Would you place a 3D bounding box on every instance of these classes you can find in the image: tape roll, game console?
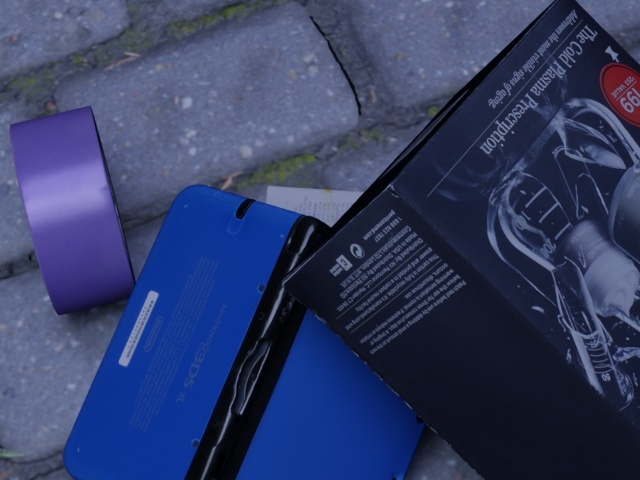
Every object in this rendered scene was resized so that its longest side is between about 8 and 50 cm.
[{"bbox_3d":[-0.234,-0.028,1.283,0.080,0.189,0.189,-13,61,-8],"label":"tape roll"},{"bbox_3d":[-0.050,0.129,1.220,0.250,0.173,0.293,17,80,38],"label":"game console"}]

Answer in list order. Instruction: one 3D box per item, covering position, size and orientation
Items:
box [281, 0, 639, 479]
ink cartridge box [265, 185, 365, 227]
[{"bbox_3d":[0.202,0.014,1.148,0.312,0.179,0.343,45,48,-3],"label":"box"},{"bbox_3d":[0.000,0.000,1.311,0.181,0.104,0.062,4,60,3],"label":"ink cartridge box"}]
